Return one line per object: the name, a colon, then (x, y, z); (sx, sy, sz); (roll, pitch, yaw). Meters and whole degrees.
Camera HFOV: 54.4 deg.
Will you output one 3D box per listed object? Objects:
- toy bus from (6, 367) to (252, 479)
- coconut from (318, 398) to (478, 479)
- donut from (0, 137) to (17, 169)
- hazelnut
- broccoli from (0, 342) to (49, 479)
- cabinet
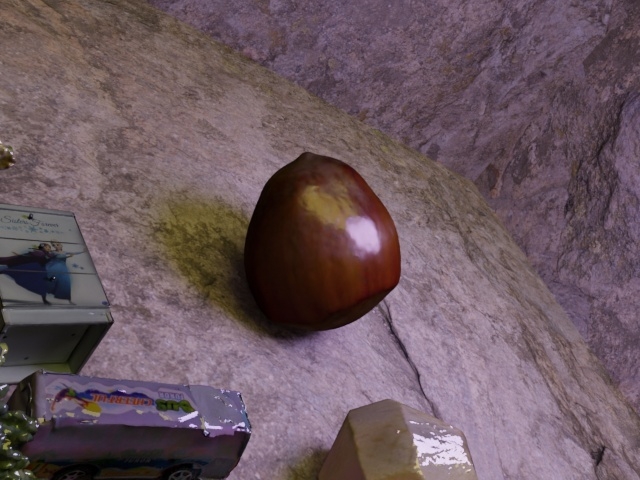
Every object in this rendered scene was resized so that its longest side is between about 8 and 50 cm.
toy bus: (-0.241, 0.247, 0.818); (0.316, 0.138, 0.113); (15, 36, -37)
coconut: (0.121, 0.378, 1.002); (0.259, 0.259, 0.259); (30, 27, -17)
donut: (-0.604, -0.100, 0.793); (0.307, 0.150, 0.371); (5, 25, -1)
hazelnut: (0.003, 0.009, 1.309); (0.365, 0.366, 0.366); (30, 27, -17)
broccoli: (-0.411, 0.213, 0.507); (0.323, 0.271, 0.335); (0, 77, -51)
cabinet: (-0.409, 0.073, 0.866); (0.145, 0.150, 0.206); (7, 41, -48)
